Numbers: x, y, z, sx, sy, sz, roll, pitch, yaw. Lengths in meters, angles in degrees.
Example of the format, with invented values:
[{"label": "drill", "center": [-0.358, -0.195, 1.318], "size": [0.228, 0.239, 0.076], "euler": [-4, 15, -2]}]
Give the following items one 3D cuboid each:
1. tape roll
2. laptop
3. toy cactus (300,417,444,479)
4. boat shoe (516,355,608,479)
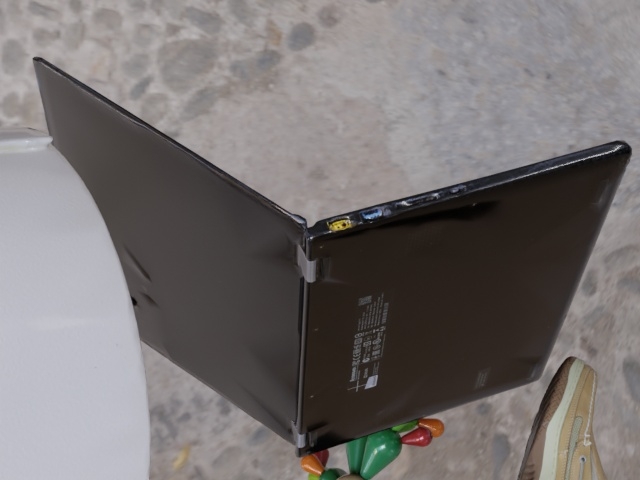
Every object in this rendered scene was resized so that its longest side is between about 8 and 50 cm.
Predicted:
[{"label": "tape roll", "center": [-0.206, 0.077, 0.700], "size": [0.286, 0.100, 0.286], "euler": [17, 111, 53]}, {"label": "laptop", "center": [0.000, 0.000, 1.083], "size": [0.408, 0.382, 0.236], "euler": [-15, 59, -12]}, {"label": "toy cactus", "center": [0.045, 0.242, 1.291], "size": [0.112, 0.180, 0.219], "euler": [36, 133, -22]}, {"label": "boat shoe", "center": [0.188, 0.181, 0.931], "size": [0.072, 0.068, 0.190], "euler": [18, 65, 8]}]
